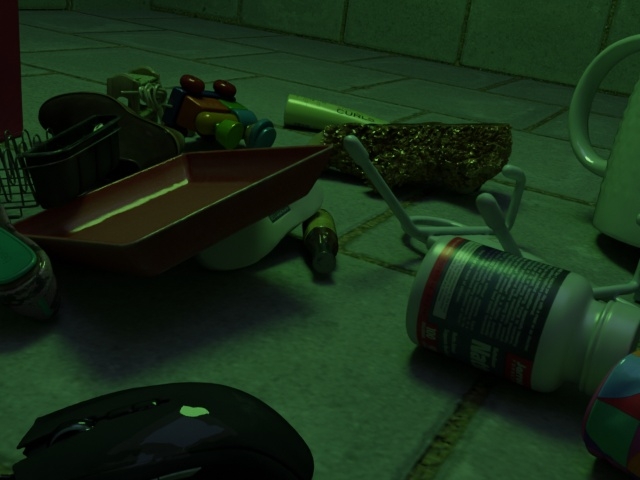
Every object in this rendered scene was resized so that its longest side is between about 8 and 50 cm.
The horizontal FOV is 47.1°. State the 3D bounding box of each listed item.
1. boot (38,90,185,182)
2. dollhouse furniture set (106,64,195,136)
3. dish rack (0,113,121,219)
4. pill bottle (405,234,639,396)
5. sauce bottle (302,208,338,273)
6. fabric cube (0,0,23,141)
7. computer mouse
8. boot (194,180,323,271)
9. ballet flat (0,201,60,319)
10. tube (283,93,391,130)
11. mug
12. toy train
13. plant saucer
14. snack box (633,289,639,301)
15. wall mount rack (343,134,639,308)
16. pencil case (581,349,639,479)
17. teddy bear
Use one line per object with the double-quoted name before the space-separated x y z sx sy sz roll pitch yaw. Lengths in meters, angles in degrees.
"boot" -0.332 -0.151 1.058 0.248 0.090 0.207 14 20 7
"dollhouse furniture set" -0.287 -0.235 1.275 0.160 0.101 0.182 9 21 4
"dish rack" -0.380 -0.082 0.842 0.271 0.074 0.208 -4 19 6
"pill bottle" 0.176 0.069 0.635 0.180 0.108 0.108 19 24 28
"sauce bottle" 0.000 0.000 0.847 0.042 0.042 0.128 6 19 -5
"fabric cube" -0.615 -0.276 1.059 0.254 0.258 0.259 11 21 13
"computer mouse" -0.125 0.138 0.424 0.261 0.060 0.184 3 21 -10
"boot" -0.083 -0.014 0.847 0.190 0.069 0.086 -31 8 -39
"ballet flat" -0.309 0.007 0.676 0.077 0.079 0.221 -36 52 -28
"tube" 0.048 -0.241 1.470 0.240 0.062 0.070 12 61 -1
"mug" 0.504 -0.158 0.984 0.276 0.328 0.374 0 17 -40
"toy train" -0.188 -0.193 1.184 0.143 0.105 0.248 33 20 23
"plant saucer" -0.153 -0.033 0.747 0.258 0.048 0.259 4 27 44
"snack box" 0.445 0.063 0.837 0.141 0.037 0.100 21 23 34
"wall mount rack" 0.192 -0.017 0.807 0.304 0.131 0.350 0 20 -36
"pencil case" 0.296 0.152 0.477 0.104 0.105 0.236 -14 29 -43
"teddy bear" 0.135 -0.134 1.183 0.337 0.113 0.245 0 14 2
